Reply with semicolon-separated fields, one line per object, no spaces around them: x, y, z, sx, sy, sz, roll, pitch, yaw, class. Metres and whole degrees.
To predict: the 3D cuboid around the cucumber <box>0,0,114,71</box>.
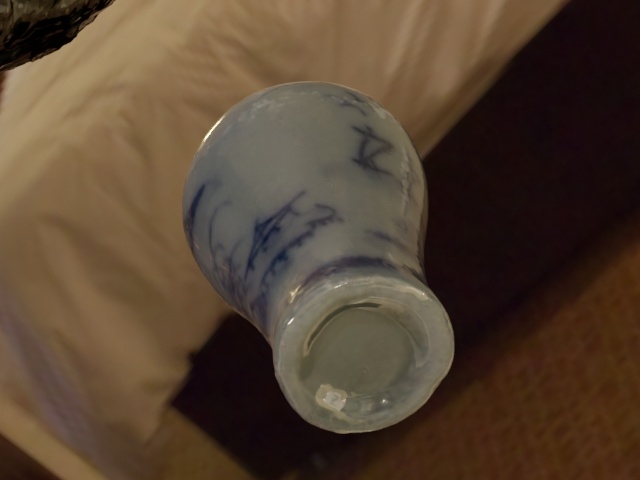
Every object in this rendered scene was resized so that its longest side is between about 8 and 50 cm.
-0.100;-0.070;0.489;0.078;0.062;0.211;-57;6;16;cucumber

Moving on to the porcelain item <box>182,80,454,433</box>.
0.000;0.000;0.940;0.141;0.141;0.259;-45;24;10;porcelain item
